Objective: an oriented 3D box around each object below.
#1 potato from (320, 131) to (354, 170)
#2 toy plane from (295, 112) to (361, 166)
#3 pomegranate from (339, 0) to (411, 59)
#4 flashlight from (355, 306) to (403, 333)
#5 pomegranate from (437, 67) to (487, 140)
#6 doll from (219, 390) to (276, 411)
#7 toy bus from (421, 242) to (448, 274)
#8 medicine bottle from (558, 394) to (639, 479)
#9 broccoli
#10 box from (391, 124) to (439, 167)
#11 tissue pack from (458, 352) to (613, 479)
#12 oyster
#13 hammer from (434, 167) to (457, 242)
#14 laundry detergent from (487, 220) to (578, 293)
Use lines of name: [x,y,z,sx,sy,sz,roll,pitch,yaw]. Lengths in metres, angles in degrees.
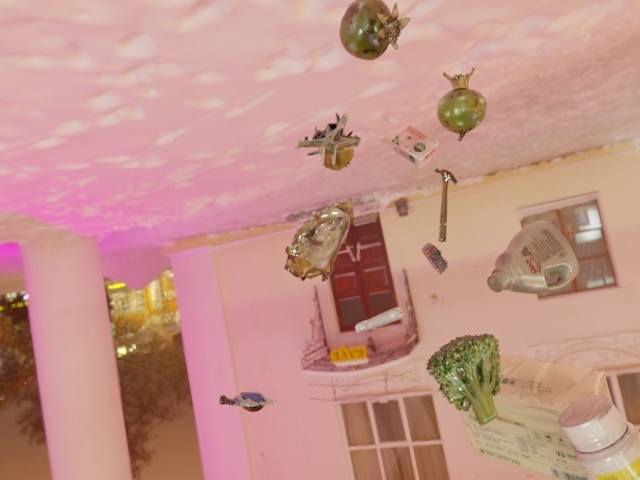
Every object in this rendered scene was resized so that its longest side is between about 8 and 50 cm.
potato: [0.061,-0.343,1.812,0.137,0.137,0.176,-10,152,-14]
toy plane: [0.036,-0.296,1.345,0.192,0.088,0.262,-5,158,-15]
pomegranate: [0.121,-0.514,1.171,0.148,0.149,0.169,-9,-173,-24]
flashlight: [0.218,0.300,1.799,0.200,0.048,0.093,-29,156,31]
pomegranate: [0.450,-0.445,1.573,0.156,0.221,0.156,-4,153,-2]
doll: [-0.247,0.554,1.675,0.194,0.070,0.096,-1,169,6]
toy bus: [0.529,0.084,2.250,0.065,0.077,0.192,-45,133,-3]
medicine bottle: [0.643,0.477,1.044,0.143,0.258,0.143,-32,170,-7]
broccoli: [0.336,0.324,1.101,0.193,0.194,0.220,-10,140,-18]
box: [0.295,-0.294,1.515,0.089,0.125,0.043,-43,149,-12]
tissue pack: [0.597,0.489,1.359,0.380,0.297,0.207,1,-147,46]
oyster: [0.003,-0.011,1.856,0.221,0.362,0.096,22,174,23]
hammer: [0.497,-0.140,1.961,0.125,0.298,0.027,10,170,-29]
laundry detergent: [0.772,0.099,1.801,0.397,0.264,0.125,-24,167,-32]
